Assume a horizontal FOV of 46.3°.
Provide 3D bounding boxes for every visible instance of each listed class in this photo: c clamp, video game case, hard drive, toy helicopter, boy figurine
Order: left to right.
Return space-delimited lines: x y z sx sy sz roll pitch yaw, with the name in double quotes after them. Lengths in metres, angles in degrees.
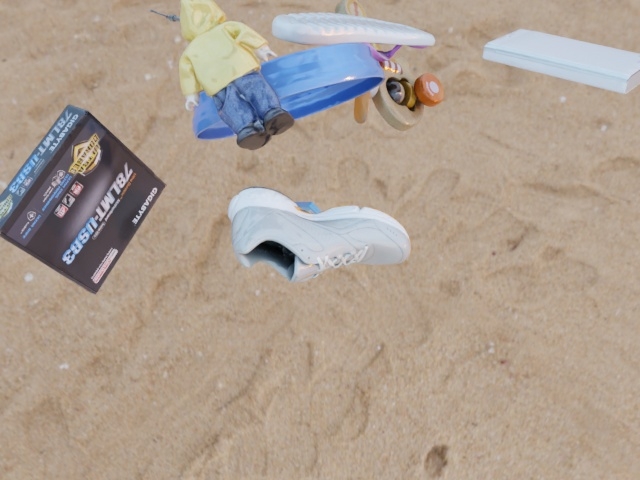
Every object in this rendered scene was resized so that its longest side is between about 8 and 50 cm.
-0.334 -0.558 1.910 0.161 0.022 0.137 22 15 37 "c clamp"
-0.164 -0.289 1.253 0.177 0.092 0.285 -35 77 12 "boy figurine"
0.007 -0.020 1.553 0.015 0.166 0.119 -52 23 -16 "video game case"
0.130 -0.427 1.828 0.235 0.140 0.355 -31 93 -43 "toy helicopter"
0.532 -0.389 1.599 0.307 0.040 0.203 23 35 30 "hard drive"

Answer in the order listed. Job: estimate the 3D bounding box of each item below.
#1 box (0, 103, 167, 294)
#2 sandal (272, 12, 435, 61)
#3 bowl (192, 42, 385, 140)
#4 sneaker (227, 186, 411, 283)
-0.493 -0.077 1.546 0.073 0.293 0.295 21 73 34 "box"
0.068 -0.440 1.667 0.416 0.102 0.169 -5 31 -32 "sandal"
-0.070 -0.292 1.475 0.391 0.391 0.077 -18 93 -10 "bowl"
-0.001 0.015 1.026 0.262 0.099 0.121 9 47 -11 "sneaker"
